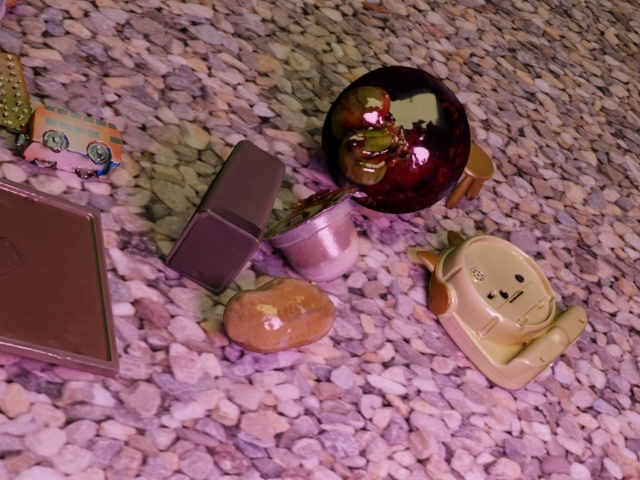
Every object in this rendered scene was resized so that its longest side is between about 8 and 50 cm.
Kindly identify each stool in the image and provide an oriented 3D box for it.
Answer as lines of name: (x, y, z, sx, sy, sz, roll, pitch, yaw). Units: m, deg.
stool: (0.316, -0.149, 2.405, 0.134, 0.110, 0.135, 22, 42, -20)

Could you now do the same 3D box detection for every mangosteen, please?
mangosteen: (0.149, -0.210, 2.164, 0.306, 0.306, 0.359, 51, 3, 14)

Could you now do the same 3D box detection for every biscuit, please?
biscuit: (-0.595, -0.275, 1.932, 0.144, 0.016, 0.203, 6, 49, -32)

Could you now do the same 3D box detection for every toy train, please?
toy train: (-0.443, -0.174, 1.896, 0.188, 0.072, 0.099, 15, 58, -29)

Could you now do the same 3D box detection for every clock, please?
clock: (0.358, 0.116, 2.188, 0.348, 0.117, 0.286, 48, 41, 10)

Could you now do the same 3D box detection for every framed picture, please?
framed picture: (-0.507, 0.024, 1.625, 0.446, 0.028, 0.326, 22, 41, -41)

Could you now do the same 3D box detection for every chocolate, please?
chocolate: (0.007, -0.002, 2.012, 0.147, 0.221, 0.221, 56, 39, -12)

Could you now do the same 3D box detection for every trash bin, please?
trash bin: (-0.164, -0.047, 1.932, 0.122, 0.164, 0.240, 31, 38, -10)

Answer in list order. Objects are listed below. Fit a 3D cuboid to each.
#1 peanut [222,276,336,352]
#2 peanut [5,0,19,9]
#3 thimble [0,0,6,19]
peanut: (-0.070, 0.129, 1.861, 0.224, 0.129, 0.129, -10, 60, -44)
peanut: (-0.630, -0.504, 2.043, 0.141, 0.109, 0.159, 20, 38, 0)
thimble: (-0.651, -0.395, 1.846, 0.172, 0.205, 0.250, 24, 73, 2)
